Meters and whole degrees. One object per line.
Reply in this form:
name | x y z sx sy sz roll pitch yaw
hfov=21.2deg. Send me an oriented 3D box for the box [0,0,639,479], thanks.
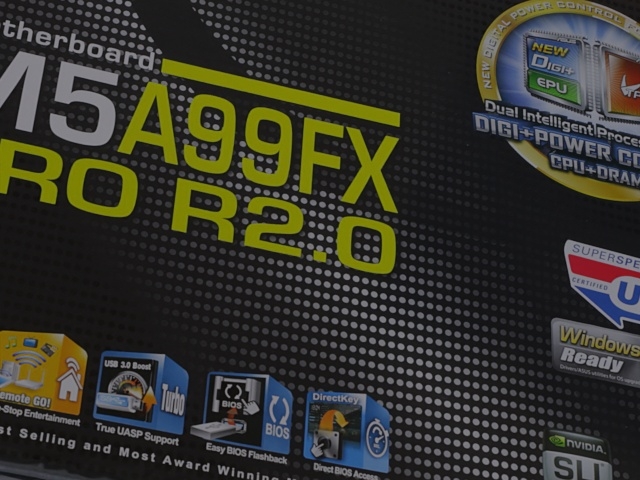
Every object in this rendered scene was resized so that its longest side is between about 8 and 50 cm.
box | 0.000 0.000 0.517 0.270 0.216 0.060 13 145 -12
